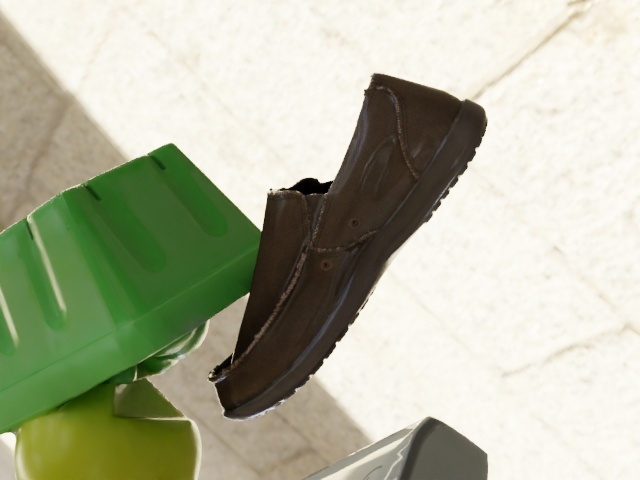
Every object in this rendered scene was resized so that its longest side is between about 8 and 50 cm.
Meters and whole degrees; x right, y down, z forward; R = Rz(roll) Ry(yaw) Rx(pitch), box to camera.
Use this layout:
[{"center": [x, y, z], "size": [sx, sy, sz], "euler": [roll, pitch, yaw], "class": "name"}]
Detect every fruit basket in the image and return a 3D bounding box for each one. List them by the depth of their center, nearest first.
[{"center": [-0.202, 0.143, 1.267], "size": [0.392, 0.283, 0.392], "euler": [14, 117, 29], "class": "fruit basket"}]

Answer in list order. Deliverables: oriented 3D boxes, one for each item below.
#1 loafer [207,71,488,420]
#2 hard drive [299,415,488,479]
[{"center": [0.000, 0.000, 1.181], "size": [0.130, 0.366, 0.134], "euler": [36, -171, -2], "class": "loafer"}, {"center": [-0.071, 0.238, 0.636], "size": [0.047, 0.233, 0.353], "euler": [37, 139, -15], "class": "hard drive"}]
